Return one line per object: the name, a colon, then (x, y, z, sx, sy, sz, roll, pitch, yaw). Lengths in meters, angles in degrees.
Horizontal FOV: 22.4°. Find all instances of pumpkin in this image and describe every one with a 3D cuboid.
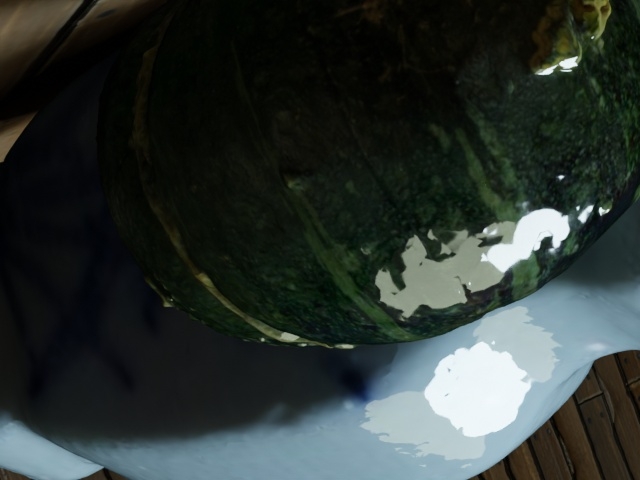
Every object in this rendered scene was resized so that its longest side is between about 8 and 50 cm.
pumpkin: (0.020, -0.046, 0.508, 0.190, 0.146, 0.190, -17, -154, 8)

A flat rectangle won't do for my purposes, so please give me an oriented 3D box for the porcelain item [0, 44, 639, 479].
porcelain item: (0.000, 0.000, 0.738, 0.405, 0.242, 0.178, -16, 165, 38)
